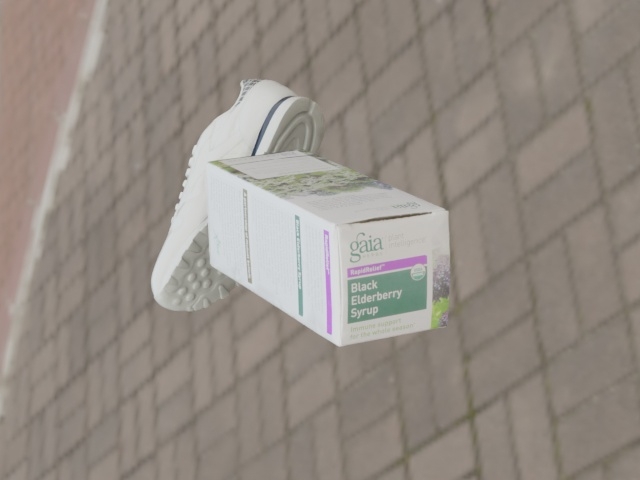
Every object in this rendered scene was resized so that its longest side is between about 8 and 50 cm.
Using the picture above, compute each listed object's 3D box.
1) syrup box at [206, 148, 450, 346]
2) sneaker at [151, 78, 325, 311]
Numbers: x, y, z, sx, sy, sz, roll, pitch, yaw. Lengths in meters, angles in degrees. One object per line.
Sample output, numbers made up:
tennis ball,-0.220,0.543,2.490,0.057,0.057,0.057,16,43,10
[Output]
syrup box,0.000,0.000,1.197,0.237,0.093,0.096,29,124,59
sneaker,-0.090,-0.042,1.443,0.095,0.090,0.235,28,81,36
